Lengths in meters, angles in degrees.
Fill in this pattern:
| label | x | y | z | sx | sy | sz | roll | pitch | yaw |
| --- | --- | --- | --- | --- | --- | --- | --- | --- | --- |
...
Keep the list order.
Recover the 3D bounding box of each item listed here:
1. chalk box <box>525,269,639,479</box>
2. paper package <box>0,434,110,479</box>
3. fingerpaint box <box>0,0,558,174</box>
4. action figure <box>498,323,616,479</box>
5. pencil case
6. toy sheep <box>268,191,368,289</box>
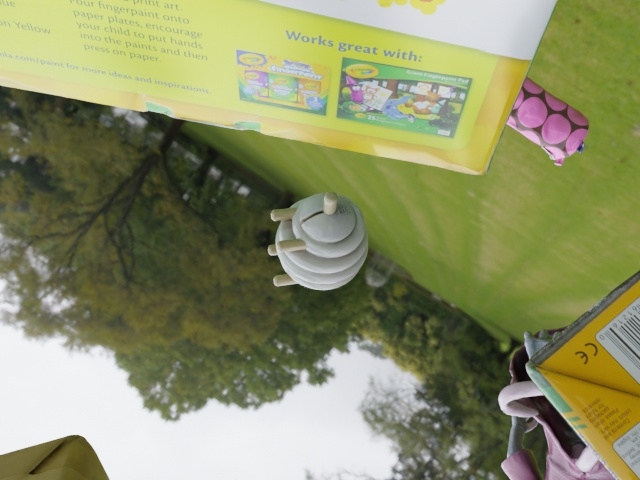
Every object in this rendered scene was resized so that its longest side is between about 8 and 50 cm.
| label | x | y | z | sx | sy | sz | roll | pitch | yaw |
| --- | --- | --- | --- | --- | --- | --- | --- | --- | --- |
| chalk box | 0.298 | 0.130 | 0.610 | 0.179 | 0.180 | 0.289 | 52 | -173 | 25 |
| paper package | -0.244 | 0.335 | 0.517 | 0.168 | 0.309 | 0.325 | -103 | -4 | -65 |
| fingerpaint box | -0.065 | -0.245 | 0.481 | 0.444 | 0.163 | 0.371 | 10 | 150 | 3 |
| action figure | 0.348 | 0.289 | 0.970 | 0.247 | 0.371 | 0.275 | 6 | -160 | 21 |
| pencil case | 0.367 | -0.223 | 1.360 | 0.209 | 0.098 | 0.095 | 30 | -169 | -11 |
| toy sheep | 0.000 | 0.000 | 0.689 | 0.091 | 0.091 | 0.132 | 34 | 154 | 11 |
